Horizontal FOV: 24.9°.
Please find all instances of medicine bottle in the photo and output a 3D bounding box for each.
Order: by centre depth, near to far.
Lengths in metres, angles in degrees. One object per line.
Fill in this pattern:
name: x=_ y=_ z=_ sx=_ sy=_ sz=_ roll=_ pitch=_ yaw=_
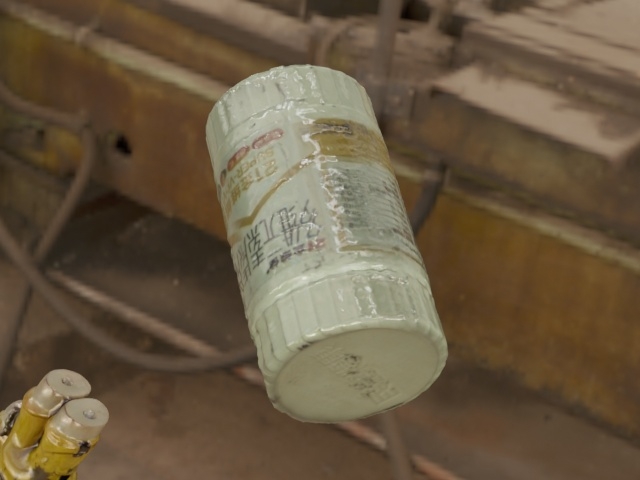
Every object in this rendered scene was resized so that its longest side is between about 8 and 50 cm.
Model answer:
medicine bottle: x=0.000 y=0.000 z=0.366 sx=0.047 sy=0.047 sz=0.083 roll=-1 pitch=52 yaw=-18

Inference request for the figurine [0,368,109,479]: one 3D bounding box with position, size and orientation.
figurine: x=-0.137 y=0.129 z=0.670 sx=0.068 sy=0.143 sz=0.101 roll=0 pitch=63 yaw=-45
